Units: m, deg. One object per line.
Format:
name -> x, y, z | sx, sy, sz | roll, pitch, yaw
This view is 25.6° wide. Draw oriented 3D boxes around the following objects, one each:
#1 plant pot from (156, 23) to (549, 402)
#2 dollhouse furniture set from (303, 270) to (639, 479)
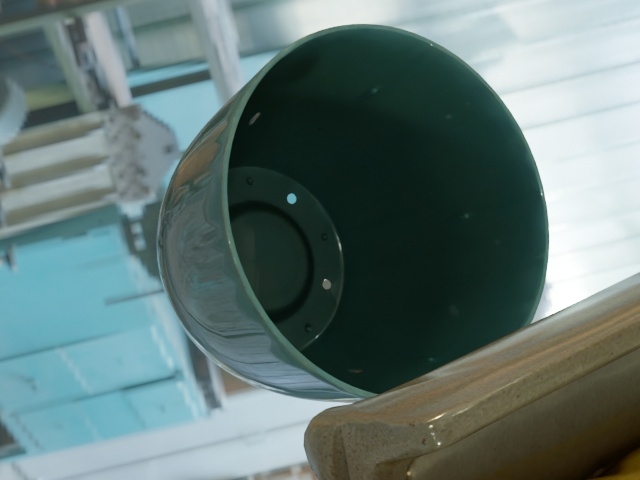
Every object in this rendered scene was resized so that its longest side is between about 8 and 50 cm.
plant pot -> 0.000, 0.000, 1.158 | 0.235, 0.293, 0.293 | -22, -101, 58
dollhouse furniture set -> 0.160, 0.097, 0.392 | 0.151, 0.302, 0.197 | 22, -54, 50
